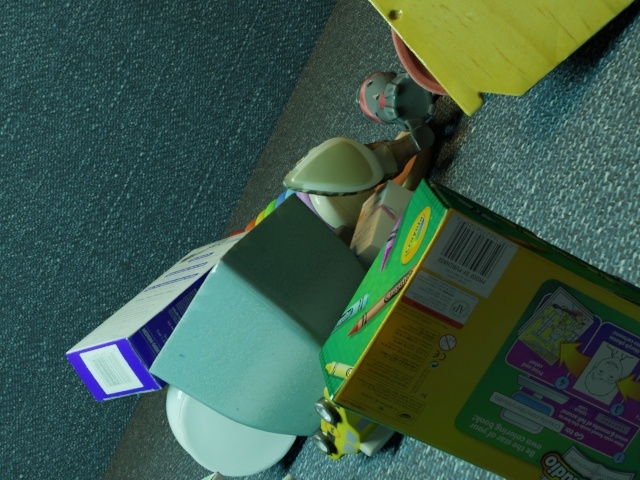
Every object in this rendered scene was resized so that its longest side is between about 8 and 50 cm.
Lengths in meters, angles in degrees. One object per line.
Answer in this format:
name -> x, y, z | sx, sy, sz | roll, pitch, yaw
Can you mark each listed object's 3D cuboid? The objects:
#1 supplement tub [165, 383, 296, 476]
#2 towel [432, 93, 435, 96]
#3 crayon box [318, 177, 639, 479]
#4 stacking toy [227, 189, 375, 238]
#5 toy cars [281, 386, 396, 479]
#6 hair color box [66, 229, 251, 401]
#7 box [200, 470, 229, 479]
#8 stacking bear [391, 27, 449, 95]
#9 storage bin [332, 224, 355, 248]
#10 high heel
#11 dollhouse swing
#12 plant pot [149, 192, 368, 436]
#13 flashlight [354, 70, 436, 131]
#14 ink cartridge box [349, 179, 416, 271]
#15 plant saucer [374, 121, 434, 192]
supplement tub -> -0.153, 0.255, 1.717 | 0.228, 0.228, 0.316 | -63, 14, 5
towel -> 0.206, -0.288, 1.825 | 0.152, 0.023, 0.113 | -48, 23, 41
crayon box -> 0.160, 0.092, 0.750 | 0.165, 0.278, 0.081 | -60, 15, 14
stacking toy -> -0.054, -0.020, 1.748 | 0.330, 0.141, 0.141 | -33, 32, 42
toy cars -> 0.005, 0.314, 1.310 | 0.176, 0.087, 0.394 | -6, -50, -61
hair color box -> -0.236, 0.121, 1.658 | 0.185, 0.110, 0.339 | -17, 20, 44
box -> -0.115, 0.422, 1.225 | 0.127, 0.231, 0.262 | -53, 5, -32
stacking bear -> 0.225, -0.363, 1.612 | 0.289, 0.175, 0.164 | -66, -24, -56
storage bin -> 0.045, 0.046, 1.597 | 0.091, 0.135, 0.098 | -58, 10, -26
high heel -> 0.037, -0.105, 1.571 | 0.093, 0.261, 0.186 | 69, 157, 4
dollhouse swing -> 0.264, -0.387, 1.336 | 0.347, 0.315, 0.305 | -41, -3, 18
plant pot -> -0.045, 0.132, 1.442 | 0.248, 0.252, 0.247 | -54, -4, 34
flashlight -> 0.129, -0.251, 1.726 | 0.103, 0.103, 0.304 | -53, 9, 1
ink cartridge box -> 0.109, -0.015, 1.528 | 0.092, 0.090, 0.143 | -43, 24, 54
plant saucer -> 0.139, -0.113, 1.712 | 0.200, 0.037, 0.200 | -57, 14, 23
